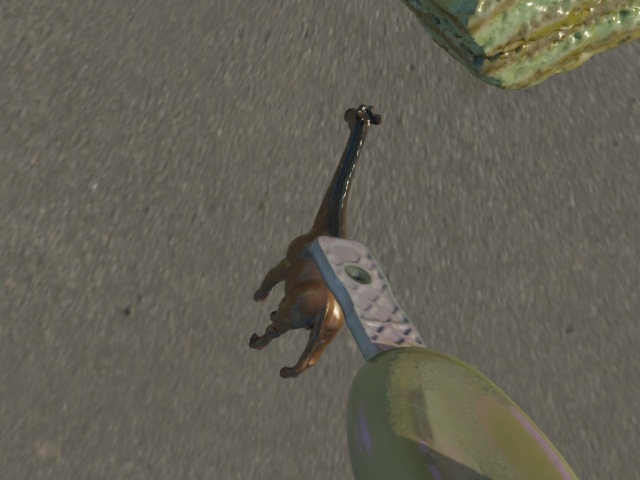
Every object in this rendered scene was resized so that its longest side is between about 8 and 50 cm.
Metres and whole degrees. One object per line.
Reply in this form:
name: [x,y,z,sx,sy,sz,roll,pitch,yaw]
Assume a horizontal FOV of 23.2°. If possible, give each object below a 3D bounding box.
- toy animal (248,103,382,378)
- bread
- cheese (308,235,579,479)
toy animal: [0.000,0.000,1.555,0.066,0.224,0.230,18,132,-22]
bread: [0.138,-0.167,0.873,0.196,0.138,0.102,-31,122,-5]
cheese: [0.039,0.062,0.630,0.097,0.192,0.037,8,125,-33]
